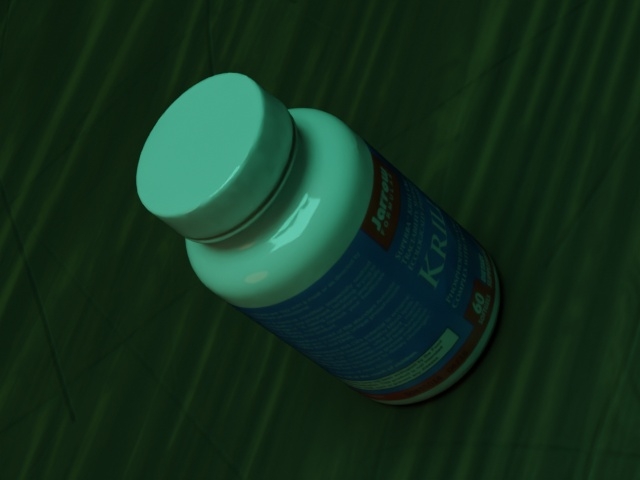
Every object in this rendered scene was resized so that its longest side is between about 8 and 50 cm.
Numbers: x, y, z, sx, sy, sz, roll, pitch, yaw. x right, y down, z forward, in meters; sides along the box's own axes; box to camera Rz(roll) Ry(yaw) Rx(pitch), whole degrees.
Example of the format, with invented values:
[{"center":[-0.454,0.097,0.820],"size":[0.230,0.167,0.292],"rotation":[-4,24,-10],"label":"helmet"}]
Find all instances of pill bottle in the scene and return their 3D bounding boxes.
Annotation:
[{"center":[0.000,0.000,0.824],"size":[0.124,0.221,0.124],"rotation":[-23,49,29],"label":"pill bottle"}]
